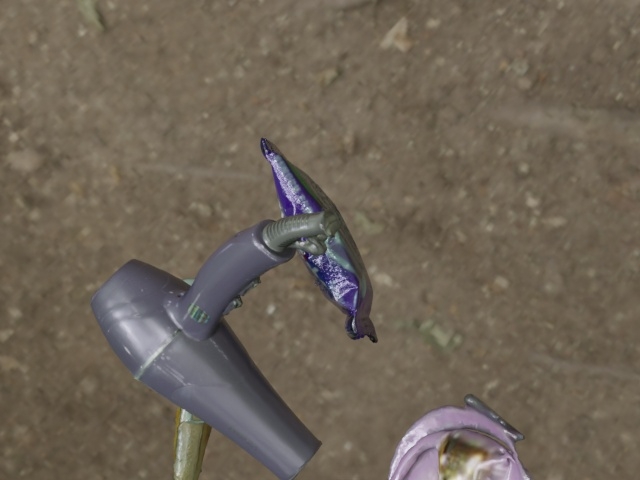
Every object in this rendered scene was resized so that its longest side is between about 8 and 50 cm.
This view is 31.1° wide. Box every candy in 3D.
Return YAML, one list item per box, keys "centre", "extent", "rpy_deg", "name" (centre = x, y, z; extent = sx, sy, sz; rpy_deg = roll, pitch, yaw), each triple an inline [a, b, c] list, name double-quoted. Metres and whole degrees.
- centre: [0.000, 0.000, 1.372]
  extent: [0.275, 0.070, 0.145]
  rpy_deg: [64, -176, 7]
  name: "candy"

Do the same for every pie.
- centre: [-0.223, 0.328, 2.035]
  extent: [0.068, 0.128, 0.282]
  rpy_deg: [9, 102, 4]
  name: "pie"

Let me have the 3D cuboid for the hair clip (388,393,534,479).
- centre: [0.056, 0.264, 0.628]
  extent: [0.096, 0.358, 0.110]
  rpy_deg: [18, -178, -9]
  name: "hair clip"

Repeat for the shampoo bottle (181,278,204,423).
- centre: [-0.175, 0.151, 1.560]
  extent: [0.056, 0.195, 0.056]
  rpy_deg: [1, 159, 0]
  name: "shampoo bottle"

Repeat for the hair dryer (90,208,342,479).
- centre: [-0.070, 0.084, 1.205]
  extent: [0.301, 0.121, 0.361]
  rpy_deg: [43, 136, 1]
  name: "hair dryer"
